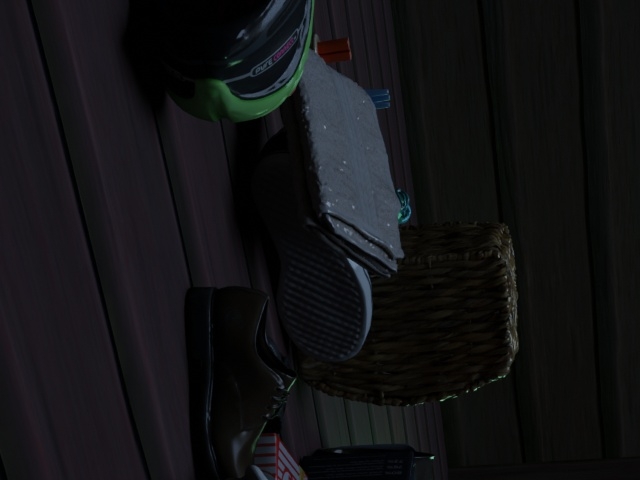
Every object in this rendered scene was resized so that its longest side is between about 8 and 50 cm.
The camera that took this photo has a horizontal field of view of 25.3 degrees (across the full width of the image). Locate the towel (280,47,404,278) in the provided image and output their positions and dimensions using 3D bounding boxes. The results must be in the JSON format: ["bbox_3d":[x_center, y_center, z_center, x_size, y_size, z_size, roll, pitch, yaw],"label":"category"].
[{"bbox_3d":[0.022,-0.103,1.682,0.187,0.049,0.282,33,39,-50],"label":"towel"}]

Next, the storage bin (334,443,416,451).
[{"bbox_3d":[0.078,0.358,2.140,0.091,0.135,0.098,92,-5,-78],"label":"storage bin"}]

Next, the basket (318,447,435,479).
[{"bbox_3d":[0.074,0.409,1.995,0.204,0.154,0.227,171,-78,-68],"label":"basket"}]

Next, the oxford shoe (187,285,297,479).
[{"bbox_3d":[-0.069,0.156,1.349,0.083,0.096,0.227,-39,126,-82],"label":"oxford shoe"}]

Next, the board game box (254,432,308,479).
[{"bbox_3d":[-0.051,0.306,1.556,0.193,0.045,0.147,66,21,-66],"label":"board game box"}]

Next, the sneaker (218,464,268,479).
[{"bbox_3d":[-0.089,0.276,1.201,0.129,0.111,0.297,60,13,4],"label":"sneaker"}]

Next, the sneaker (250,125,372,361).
[{"bbox_3d":[0.000,0.000,1.792,0.127,0.126,0.321,-74,157,-52],"label":"sneaker"}]

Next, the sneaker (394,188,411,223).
[{"bbox_3d":[0.108,-0.075,2.614,0.275,0.110,0.107,32,54,-79],"label":"sneaker"}]

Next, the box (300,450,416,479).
[{"bbox_3d":[0.043,0.360,1.802,0.207,0.153,0.108,-67,152,-70],"label":"box"}]

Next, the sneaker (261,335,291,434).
[{"bbox_3d":[-0.061,0.147,1.573,0.089,0.051,0.170,-84,171,-52],"label":"sneaker"}]

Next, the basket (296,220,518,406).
[{"bbox_3d":[0.122,0.099,1.963,0.223,0.299,0.214,-57,142,-76],"label":"basket"}]

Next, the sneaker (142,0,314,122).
[{"bbox_3d":[-0.078,-0.353,1.272,0.202,0.185,0.483,63,23,-79],"label":"sneaker"}]

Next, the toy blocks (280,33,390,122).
[{"bbox_3d":[0.018,-0.224,1.960,0.054,0.148,0.123,-15,101,-82],"label":"toy blocks"}]

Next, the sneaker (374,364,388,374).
[{"bbox_3d":[0.083,0.236,2.525,0.065,0.061,0.158,59,3,10],"label":"sneaker"}]
